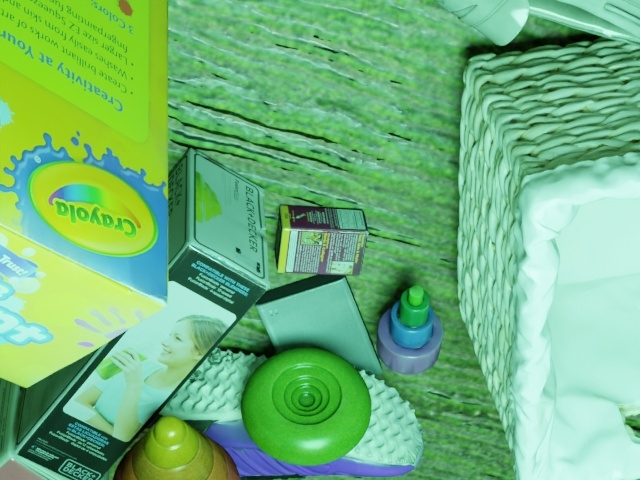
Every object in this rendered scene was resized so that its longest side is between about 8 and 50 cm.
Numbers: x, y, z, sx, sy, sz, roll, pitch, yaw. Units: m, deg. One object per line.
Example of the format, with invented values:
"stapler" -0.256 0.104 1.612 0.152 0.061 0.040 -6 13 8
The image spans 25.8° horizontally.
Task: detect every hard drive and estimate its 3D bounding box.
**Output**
"hard drive" 0.000 0.097 1.431 0.094 0.022 0.135 -18 125 6

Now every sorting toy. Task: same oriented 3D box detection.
"sorting toy" -0.032 0.140 1.306 0.366 0.127 0.126 -29 150 -21

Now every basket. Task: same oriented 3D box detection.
"basket" 0.296 0.002 1.235 0.328 0.266 0.331 -9 127 -7

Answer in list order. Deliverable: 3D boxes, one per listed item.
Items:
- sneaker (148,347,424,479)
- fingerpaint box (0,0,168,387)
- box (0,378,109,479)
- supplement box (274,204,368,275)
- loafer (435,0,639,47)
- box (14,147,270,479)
"sneaker" -0.041 0.199 1.438 0.293 0.102 0.146 13 136 6
"fingerpaint box" -0.316 -0.156 0.937 0.163 0.371 0.445 -30 139 31
"box" -0.337 0.260 1.426 0.232 0.148 0.127 -40 121 20
"supplement box" 0.000 0.000 1.350 0.083 0.043 0.055 3 124 -8
"loafer" 0.147 -0.219 1.163 0.320 0.112 0.111 4 92 -10
"box" -0.167 0.073 1.308 0.087 0.169 0.290 31 117 -23
